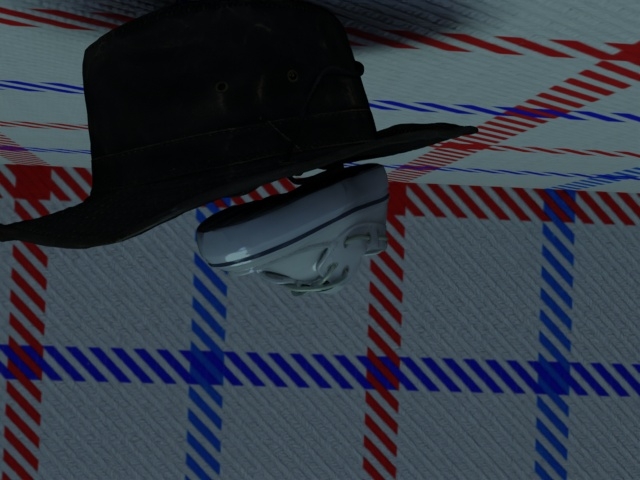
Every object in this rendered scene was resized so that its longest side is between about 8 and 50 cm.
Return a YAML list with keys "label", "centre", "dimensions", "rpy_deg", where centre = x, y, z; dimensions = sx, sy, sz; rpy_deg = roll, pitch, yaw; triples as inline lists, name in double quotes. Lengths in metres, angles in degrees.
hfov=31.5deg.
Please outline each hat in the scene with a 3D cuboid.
- label: "hat"
  centre: [-0.068, -0.093, 0.768]
  dimensions: [0.331, 0.134, 0.331]
  rpy_deg: [-13, -173, 2]

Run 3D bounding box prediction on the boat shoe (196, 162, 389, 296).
- label: "boat shoe"
  centre: [0.000, 0.000, 0.754]
  dimensions: [0.083, 0.075, 0.226]
  rpy_deg: [-11, -173, 30]
